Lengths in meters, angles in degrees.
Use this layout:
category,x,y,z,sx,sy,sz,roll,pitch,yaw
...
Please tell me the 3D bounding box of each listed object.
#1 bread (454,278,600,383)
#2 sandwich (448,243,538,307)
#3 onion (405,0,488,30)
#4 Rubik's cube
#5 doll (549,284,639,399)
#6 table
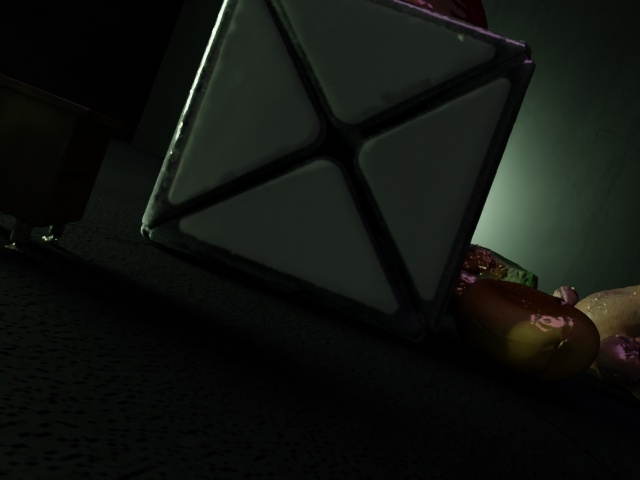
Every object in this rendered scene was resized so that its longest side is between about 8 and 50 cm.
category,x,y,z,sx,sy,sz,roll,pitch,yaw
bread,0.177,0.082,0.665,0.114,0.078,0.189,1,5,-1
sandwich,0.213,0.054,1.081,0.159,0.109,0.185,22,2,-22
onion,0.057,-0.254,0.981,0.341,0.341,0.341,21,3,-1
Rubik's cube,0.017,-0.081,0.694,0.260,0.255,0.259,21,3,-2
doll,0.397,0.120,0.821,0.201,0.156,0.303,22,7,-15
table,-0.164,-0.042,0.411,0.070,0.082,0.083,21,3,-4
